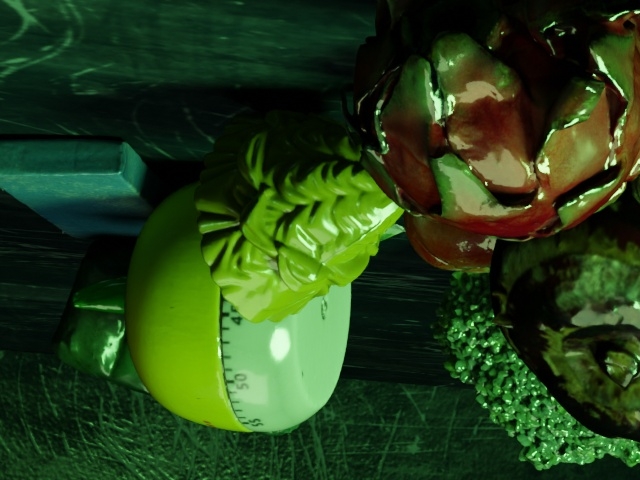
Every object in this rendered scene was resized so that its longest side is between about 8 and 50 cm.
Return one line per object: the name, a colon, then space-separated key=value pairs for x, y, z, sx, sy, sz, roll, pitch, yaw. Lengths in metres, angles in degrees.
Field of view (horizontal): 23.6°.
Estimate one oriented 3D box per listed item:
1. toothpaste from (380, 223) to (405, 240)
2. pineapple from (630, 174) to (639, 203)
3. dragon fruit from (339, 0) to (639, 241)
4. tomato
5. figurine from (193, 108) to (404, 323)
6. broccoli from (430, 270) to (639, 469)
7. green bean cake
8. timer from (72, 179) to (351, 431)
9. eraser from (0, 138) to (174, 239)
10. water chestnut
toothpaste: x=0.000 y=0.000 z=1.768 sx=0.078 sy=0.047 sz=0.248 roll=16 pitch=162 yaw=-32
pineapple: x=0.324 y=-0.075 z=1.163 sx=0.108 sy=0.108 sz=0.198 roll=9 pitch=163 yaw=-27
dragon fruit: x=0.108 y=-0.097 z=0.937 sx=0.192 sy=0.193 sz=0.274 roll=28 pitch=-176 yaw=35
tomato: x=0.188 y=-0.008 z=1.583 sx=0.225 sy=0.085 sz=0.225 roll=0 pitch=170 yaw=0
figurine: x=0.069 y=-0.054 z=1.211 sx=0.315 sy=0.168 sz=0.187 roll=-17 pitch=-159 yaw=38
broccoli: x=0.337 y=0.129 z=1.787 sx=0.317 sy=0.277 sz=0.338 roll=-13 pitch=-171 yaw=-36
green bean cake: x=-0.148 y=0.094 z=1.840 sx=0.308 sy=0.169 sz=0.300 roll=19 pitch=-173 yaw=-5
timer: x=-0.122 y=0.059 z=1.561 sx=0.285 sy=0.285 sz=0.285 roll=3 pitch=169 yaw=1
eraser: x=-0.233 y=-0.049 z=1.592 sx=0.144 sy=0.042 sz=0.312 roll=1 pitch=168 yaw=9
water chestnut: x=0.303 y=0.029 z=1.387 sx=0.300 sy=0.300 sz=0.300 roll=3 pitch=169 yaw=1
